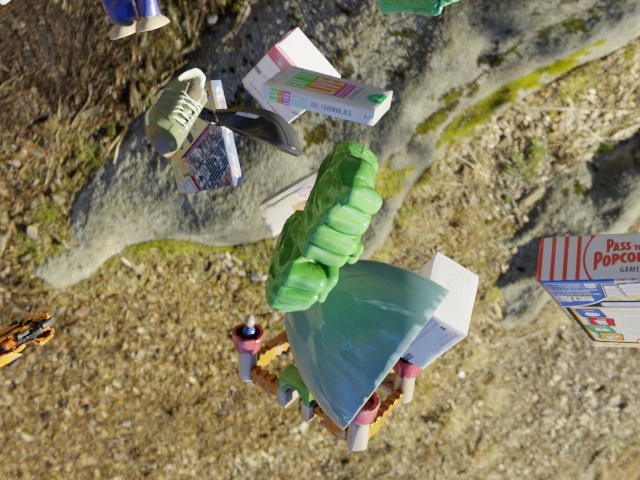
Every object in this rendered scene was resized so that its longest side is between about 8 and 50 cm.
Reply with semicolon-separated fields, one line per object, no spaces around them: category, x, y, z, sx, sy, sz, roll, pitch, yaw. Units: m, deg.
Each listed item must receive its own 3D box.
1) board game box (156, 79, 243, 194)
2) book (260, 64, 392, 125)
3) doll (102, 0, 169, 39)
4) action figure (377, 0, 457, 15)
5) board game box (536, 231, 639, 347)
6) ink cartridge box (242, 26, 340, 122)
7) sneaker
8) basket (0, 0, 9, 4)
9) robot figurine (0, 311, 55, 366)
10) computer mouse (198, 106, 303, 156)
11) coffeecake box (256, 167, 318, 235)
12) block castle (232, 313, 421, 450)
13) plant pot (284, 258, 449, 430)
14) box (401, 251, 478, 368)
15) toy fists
board game box;-0.286;-0.240;1.559;0.165;0.042;0.244;-6;100;27
book;0.009;-0.180;0.829;0.144;0.096;0.035;16;119;11
doll;-0.199;-0.292;0.618;0.129;0.046;0.189;0;121;32
action figure;0.203;-0.507;1.330;0.063;0.232;0.137;-11;122;-24
board game box;0.303;0.053;0.610;0.146;0.045;0.193;-4;153;35
ink cartridge box;-0.075;-0.386;1.587;0.158;0.218;0.092;47;62;-13
sneaker;-0.219;-0.212;1.032;0.086;0.192;0.064;-35;122;19
basket;-0.789;-0.718;1.549;0.254;0.201;0.289;-39;78;2
robot figurine;-0.945;0.313;2.002;0.291;0.211;0.085;-33;112;-37
computer mouse;-0.156;-0.232;1.205;0.184;0.262;0.060;21;93;-60
coffeecake box;-0.050;-0.084;1.363;0.142;0.185;0.068;-30;98;3
block castle;0.020;0.303;1.729;0.303;0.453;0.213;-30;134;-43
plant pot;0.054;0.143;1.120;0.195;0.290;0.290;38;115;11
box;0.247;0.159;1.490;0.119;0.182;0.181;31;136;-6
toy fists;0.000;0.000;0.912;0.096;0.142;0.279;27;134;-10
